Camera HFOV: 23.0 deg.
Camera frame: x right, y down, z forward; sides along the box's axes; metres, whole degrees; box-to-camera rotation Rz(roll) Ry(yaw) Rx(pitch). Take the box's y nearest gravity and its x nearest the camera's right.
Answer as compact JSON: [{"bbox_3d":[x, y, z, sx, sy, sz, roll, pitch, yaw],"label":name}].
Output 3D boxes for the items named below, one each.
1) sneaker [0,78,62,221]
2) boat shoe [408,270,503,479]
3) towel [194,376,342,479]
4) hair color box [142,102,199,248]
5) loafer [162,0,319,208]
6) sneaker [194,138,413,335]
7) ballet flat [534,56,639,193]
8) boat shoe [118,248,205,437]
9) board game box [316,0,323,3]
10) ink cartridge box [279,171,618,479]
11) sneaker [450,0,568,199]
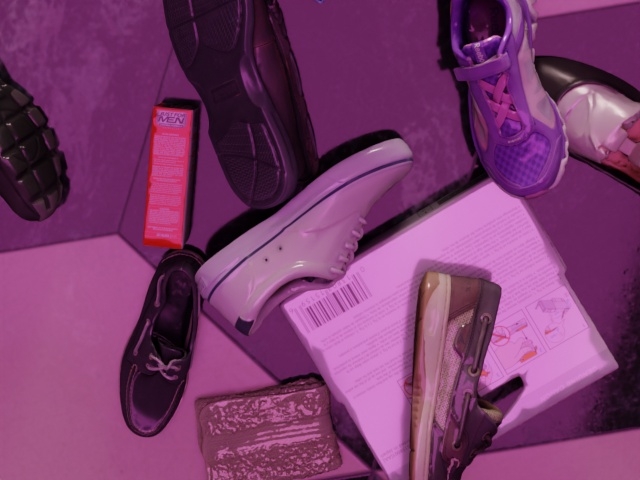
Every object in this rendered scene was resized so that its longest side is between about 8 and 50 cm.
[{"bbox_3d":[-0.360,-0.128,1.592,0.106,0.101,0.267,-28,100,26],"label":"sneaker"},{"bbox_3d":[0.136,0.174,1.569,0.092,0.103,0.285,2,93,4],"label":"boat shoe"},{"bbox_3d":[-0.056,0.208,1.668,0.148,0.027,0.110,-10,100,1],"label":"towel"},{"bbox_3d":[-0.151,-0.067,1.601,0.043,0.072,0.141,6,98,0],"label":"hair color box"},{"bbox_3d":[-0.077,-0.184,1.587,0.109,0.095,0.303,-12,96,35],"label":"loafer"},{"bbox_3d":[0.000,0.000,1.584,0.258,0.094,0.091,-37,78,-5],"label":"sneaker"},{"bbox_3d":[0.318,-0.099,1.589,0.280,0.096,0.095,30,99,-5],"label":"ballet flat"},{"bbox_3d":[-0.166,0.112,1.632,0.075,0.065,0.206,15,99,-3],"label":"boat shoe"},{"bbox_3d":[-0.052,-0.409,1.463,0.316,0.064,0.242,38,128,-6],"label":"board game box"},{"bbox_3d":[0.133,0.092,1.636,0.275,0.060,0.239,-30,99,4],"label":"ink cartridge box"},{"bbox_3d":[0.174,-0.156,1.543,0.095,0.104,0.237,-14,82,20],"label":"sneaker"}]
